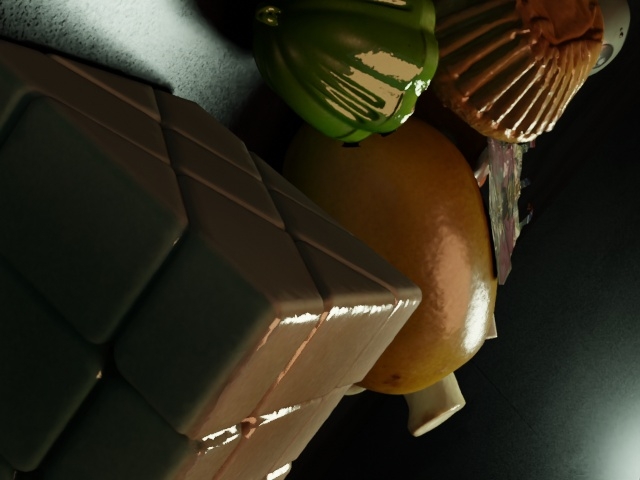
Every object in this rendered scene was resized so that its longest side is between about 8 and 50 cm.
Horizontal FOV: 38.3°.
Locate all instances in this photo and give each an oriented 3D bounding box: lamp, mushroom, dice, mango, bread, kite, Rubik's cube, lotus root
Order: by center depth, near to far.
[{"bbox_3d":[-0.161,0.071,0.747,0.316,0.322,0.318,-55,161,12],"label":"Rubik's cube"},{"bbox_3d":[-0.002,-0.196,0.890,0.186,0.186,0.186,-44,162,-18],"label":"lotus root"},{"bbox_3d":[0.240,-0.260,1.159,0.274,0.274,0.149,-35,-175,-40],"label":"bread"},{"bbox_3d":[0.084,0.013,1.240,0.232,0.299,0.446,-67,149,-52],"label":"mango"},{"bbox_3d":[0.279,-0.073,1.318,0.360,0.022,0.204,-37,123,-65],"label":"kite"},{"bbox_3d":[0.182,-0.180,1.319,0.174,0.179,0.175,-32,158,-46],"label":"dice"},{"bbox_3d":[0.419,-0.379,1.505,0.197,0.197,0.244,-39,151,-31],"label":"lamp"},{"bbox_3d":[0.085,0.176,1.692,0.315,0.315,0.356,17,72,-71],"label":"mushroom"}]

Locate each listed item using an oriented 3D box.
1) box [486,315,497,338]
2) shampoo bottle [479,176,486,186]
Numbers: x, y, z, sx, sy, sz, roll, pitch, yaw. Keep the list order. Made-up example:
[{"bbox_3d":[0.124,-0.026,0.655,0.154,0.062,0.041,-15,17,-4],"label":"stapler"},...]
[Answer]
[{"bbox_3d":[0.237,0.087,1.786,0.069,0.214,0.353,-6,176,-13],"label":"box"},{"bbox_3d":[0.280,-0.132,1.827,0.244,0.085,0.085,-27,152,-55],"label":"shampoo bottle"}]
